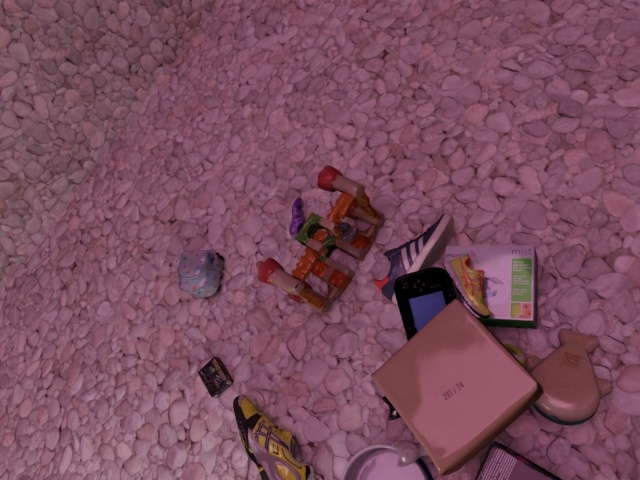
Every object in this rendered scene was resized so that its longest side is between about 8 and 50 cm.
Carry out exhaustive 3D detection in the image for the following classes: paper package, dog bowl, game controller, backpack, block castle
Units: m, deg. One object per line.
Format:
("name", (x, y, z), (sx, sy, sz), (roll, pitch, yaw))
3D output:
("paper package", (0.354, 0.376, 1.310), (0.325, 0.168, 0.309), (-45, 57, 8))
("dog bowl", (0.195, 0.729, 1.440), (0.265, 0.104, 0.265), (-11, 64, 23))
("game controller", (0.327, 0.237, 1.461), (0.166, 0.067, 0.319), (-14, 100, 16))
("backpack", (-0.491, 0.132, 2.022), (0.166, 0.144, 0.188), (-4, 70, 19))
("block castle", (0.000, 0.000, 1.736), (0.213, 0.303, 0.453), (27, 82, 34))

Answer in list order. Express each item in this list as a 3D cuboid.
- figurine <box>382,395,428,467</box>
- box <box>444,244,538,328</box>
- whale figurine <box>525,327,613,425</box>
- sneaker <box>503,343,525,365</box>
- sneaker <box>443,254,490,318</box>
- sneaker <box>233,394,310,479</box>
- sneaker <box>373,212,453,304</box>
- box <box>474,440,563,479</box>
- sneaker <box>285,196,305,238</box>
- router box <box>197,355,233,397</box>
("figurine", (0.295, 0.533, 1.424), (0.209, 0.092, 0.215), (-5, 52, -2))
("box", (0.519, 0.139, 1.523), (0.262, 0.127, 0.231), (0, 71, 28))
("whale figurine", (0.671, 0.373, 1.359), (0.216, 0.141, 0.272), (13, 51, 30))
("sneaker", (0.480, 0.342, 1.473), (0.240, 0.091, 0.126), (27, 112, 55))
("sneaker", (0.441, 0.127, 1.444), (0.094, 0.081, 0.208), (-32, 58, 11))
("sneaker", (-0.172, 0.668, 1.656), (0.147, 0.145, 0.385), (-24, 51, -21))
("sneaker", (0.304, 0.038, 1.668), (0.148, 0.131, 0.350), (33, 85, 31))
("box", (0.542, 0.648, 1.264), (0.270, 0.165, 0.143), (25, 82, 32))
("sneaker", (-0.089, -0.089, 1.973), (0.071, 0.068, 0.170), (5, 79, 12))
("router box", (-0.393, 0.510, 1.869), (0.092, 0.038, 0.122), (-44, 57, 4))
